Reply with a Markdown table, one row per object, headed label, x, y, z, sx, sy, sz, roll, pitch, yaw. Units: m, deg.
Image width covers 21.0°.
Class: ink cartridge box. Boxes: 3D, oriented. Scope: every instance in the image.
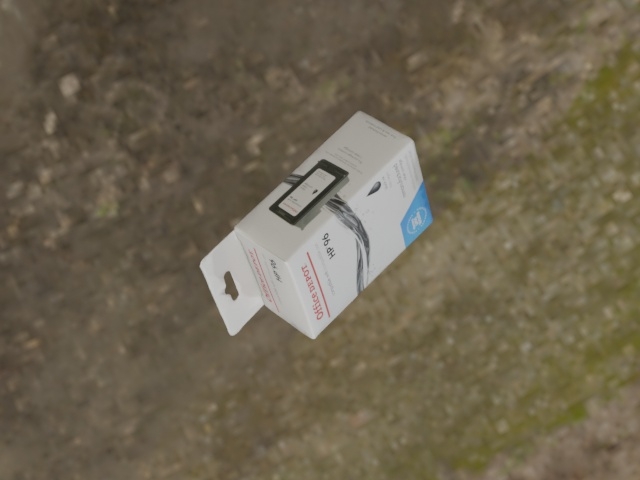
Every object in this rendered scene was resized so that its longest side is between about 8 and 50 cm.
| label | x | y | z | sx | sy | sz | roll | pitch | yaw |
| --- | --- | --- | --- | --- | --- | --- | --- | --- | --- |
| ink cartridge box | 0.000 | 0.000 | 0.613 | 0.083 | 0.028 | 0.048 | -44 | 144 | -19 |
